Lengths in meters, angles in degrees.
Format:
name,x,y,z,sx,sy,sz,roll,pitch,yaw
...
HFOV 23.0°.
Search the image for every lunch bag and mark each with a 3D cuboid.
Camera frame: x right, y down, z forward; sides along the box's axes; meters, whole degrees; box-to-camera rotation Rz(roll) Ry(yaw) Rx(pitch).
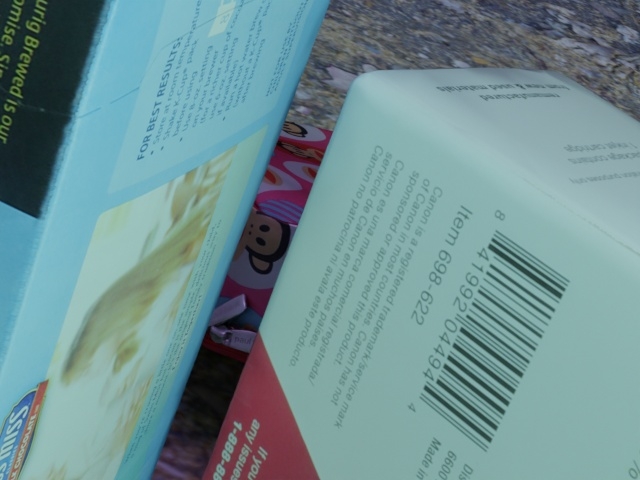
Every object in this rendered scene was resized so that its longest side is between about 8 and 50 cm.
name,x,y,z,sx,sy,sz,roll,pitch,yaw
lunch bag,0.000,0.000,0.976,0.258,0.120,0.293,14,13,-17

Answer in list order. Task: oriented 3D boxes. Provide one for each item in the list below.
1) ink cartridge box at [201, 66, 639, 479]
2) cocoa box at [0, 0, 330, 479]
name,x,y,z,sx,sy,sz,roll,pitch,yaw
ink cartridge box,0.146,0.135,0.675,0.160,0.279,0.384,-6,36,-48
cocoa box,-0.167,-0.026,0.670,0.228,0.347,0.231,27,25,13
